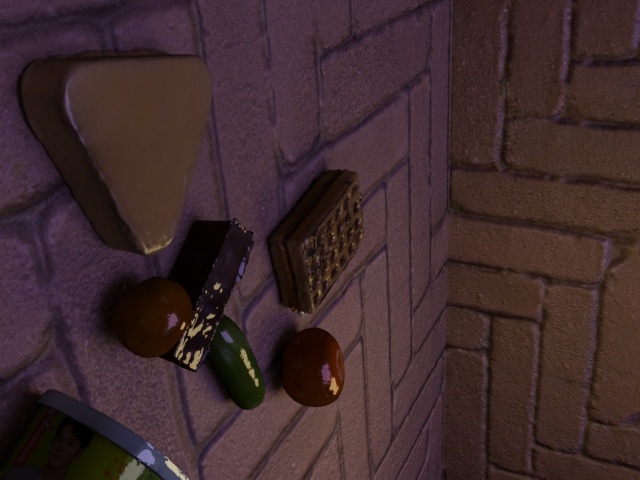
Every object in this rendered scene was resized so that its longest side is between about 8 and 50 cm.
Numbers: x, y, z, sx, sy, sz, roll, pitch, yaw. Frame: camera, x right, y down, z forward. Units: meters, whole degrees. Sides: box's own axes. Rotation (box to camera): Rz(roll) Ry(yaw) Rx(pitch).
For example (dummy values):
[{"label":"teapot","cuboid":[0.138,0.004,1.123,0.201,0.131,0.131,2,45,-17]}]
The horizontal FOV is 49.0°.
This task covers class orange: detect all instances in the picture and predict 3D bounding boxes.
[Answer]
[{"label":"orange","cuboid":[-0.312,0.139,1.295,0.134,0.154,0.155,38,57,-19]},{"label":"orange","cuboid":[-0.024,0.354,1.954,0.224,0.170,0.224,-9,90,-78]}]

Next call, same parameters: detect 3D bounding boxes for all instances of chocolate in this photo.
[{"label":"chocolate","cuboid":[-0.253,0.099,1.449,0.112,0.111,0.321,54,51,-55]}]

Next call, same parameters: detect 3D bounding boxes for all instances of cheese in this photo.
[{"label":"cheese","cuboid":[-0.309,-0.203,1.229,0.384,0.104,0.384,-32,127,-58]}]

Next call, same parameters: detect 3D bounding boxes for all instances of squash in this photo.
[{"label":"squash","cuboid":[-0.203,0.276,1.629,0.101,0.101,0.379,-60,147,-37]}]

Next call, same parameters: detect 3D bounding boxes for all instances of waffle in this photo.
[{"label":"waffle","cuboid":[-0.001,0.000,1.954,0.376,0.113,0.261,-54,146,-45]}]

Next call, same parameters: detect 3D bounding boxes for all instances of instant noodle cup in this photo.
[{"label":"instant noodle cup","cuboid":[-0.404,0.442,1.097,0.308,0.293,0.294,-58,147,-28]}]

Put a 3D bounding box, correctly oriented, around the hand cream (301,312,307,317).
[{"label":"hand cream","cuboid":[0.010,0.114,2.084,0.271,0.058,0.091,-46,135,-43]}]
